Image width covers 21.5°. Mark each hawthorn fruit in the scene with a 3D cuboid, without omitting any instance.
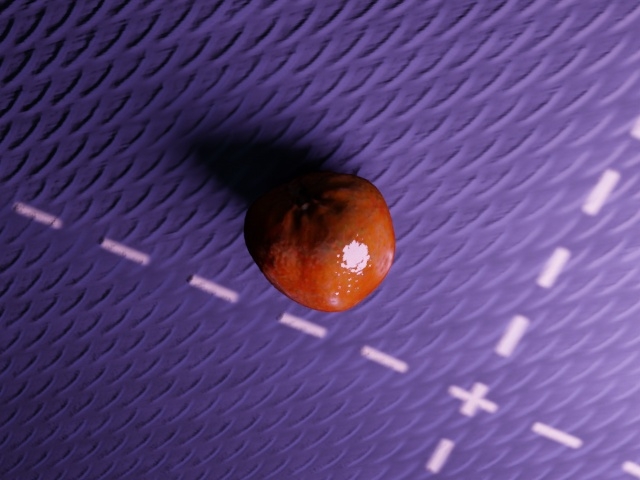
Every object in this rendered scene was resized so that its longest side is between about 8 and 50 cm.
[{"bbox_3d":[0.000,0.000,1.392,0.128,0.128,0.128,8,132,9],"label":"hawthorn fruit"}]
